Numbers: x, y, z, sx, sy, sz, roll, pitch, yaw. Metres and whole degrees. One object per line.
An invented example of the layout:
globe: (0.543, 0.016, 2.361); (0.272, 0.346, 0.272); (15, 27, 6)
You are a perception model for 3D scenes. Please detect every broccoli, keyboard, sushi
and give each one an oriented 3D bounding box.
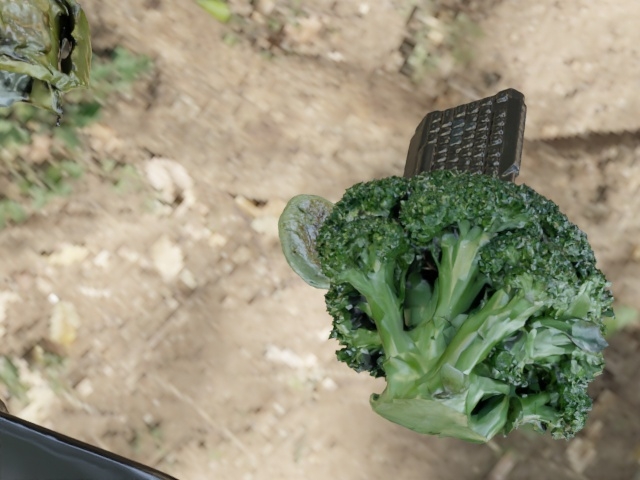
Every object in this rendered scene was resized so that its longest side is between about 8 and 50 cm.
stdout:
broccoli: (0.081, 0.043, 1.070); (0.195, 0.195, 0.156); (41, 52, -40)
keyboard: (0.102, -0.025, 1.379); (0.106, 0.262, 0.016); (-14, 127, 23)
sushi: (-0.324, -0.201, 1.516); (0.291, 0.139, 0.131); (17, 142, -20)

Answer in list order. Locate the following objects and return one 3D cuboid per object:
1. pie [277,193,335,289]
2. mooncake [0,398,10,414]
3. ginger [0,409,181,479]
pie: (0.000, 0.000, 1.442); (0.085, 0.085, 0.017); (6, 150, -36)
mooncake: (-0.451, 0.254, 1.804); (0.324, 0.324, 0.187); (-30, 158, -18)
ginger: (-0.270, 0.219, 0.920); (0.413, 0.211, 0.358); (10, 150, 2)
